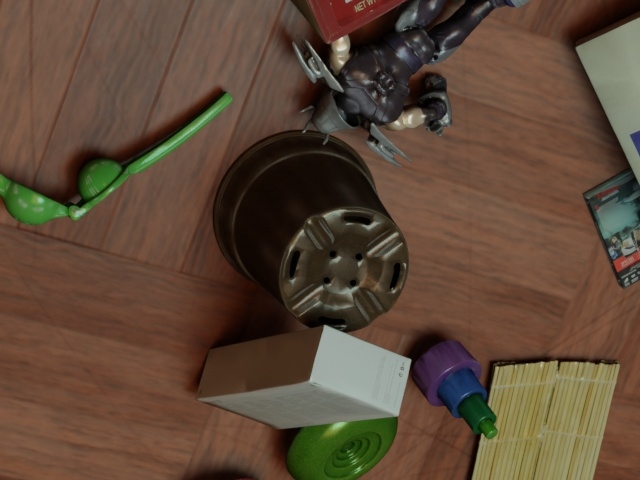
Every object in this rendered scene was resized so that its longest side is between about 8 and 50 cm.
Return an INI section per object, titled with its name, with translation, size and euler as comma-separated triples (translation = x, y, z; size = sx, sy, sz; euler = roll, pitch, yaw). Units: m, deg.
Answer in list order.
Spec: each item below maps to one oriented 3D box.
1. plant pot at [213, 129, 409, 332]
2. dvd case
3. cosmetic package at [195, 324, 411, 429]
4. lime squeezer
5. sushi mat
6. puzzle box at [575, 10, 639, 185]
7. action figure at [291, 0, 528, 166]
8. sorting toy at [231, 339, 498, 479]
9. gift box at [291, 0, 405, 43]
[plant pot]
translation = 0.000, 0.000, 1.692
size = 0.167, 0.165, 0.167
euler = -7, 113, -16
[dvd case]
translation = 0.331, -0.018, 1.877
size = 0.087, 0.013, 0.119
euler = -29, 118, -5
[cosmetic package]
translation = -0.020, 0.131, 1.700
size = 0.099, 0.239, 0.060
euler = 21, 72, -25
[lime squeezer]
translation = -0.231, -0.072, 1.662
size = 0.310, 0.059, 0.110
euler = -5, 82, -14
[sushi mat]
translation = 0.227, 0.272, 1.952
size = 0.151, 0.019, 0.317
euler = 3, 110, -20
[puzzle box]
translation = 0.483, -0.154, 1.726
size = 0.409, 0.052, 0.272
euler = -23, 102, 19
[action figure]
translation = 0.093, -0.192, 1.690
size = 0.285, 0.099, 0.185
euler = -41, 124, 5
[sorting toy]
translation = 0.028, 0.251, 1.800
size = 0.365, 0.126, 0.127
euler = -35, 145, -3
[gift box]
translation = 0.009, -0.337, 1.520
size = 0.255, 0.258, 0.276
euler = -26, 136, -9
